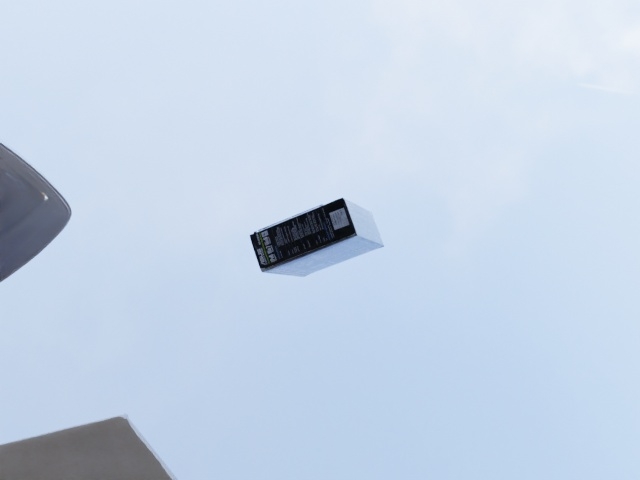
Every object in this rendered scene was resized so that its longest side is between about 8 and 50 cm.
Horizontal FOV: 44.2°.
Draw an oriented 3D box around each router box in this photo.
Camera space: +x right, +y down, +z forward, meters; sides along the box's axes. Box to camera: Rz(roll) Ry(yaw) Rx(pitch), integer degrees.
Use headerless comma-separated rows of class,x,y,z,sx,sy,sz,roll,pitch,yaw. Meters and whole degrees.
router box,0.000,0.000,0.730,0.092,0.122,0.038,-22,-101,13

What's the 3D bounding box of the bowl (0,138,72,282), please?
bowl,-0.350,-0.038,0.820,0.142,0.053,0.142,-39,-56,5

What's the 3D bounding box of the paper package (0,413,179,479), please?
paper package,-0.256,0.352,0.766,0.309,0.168,0.324,-6,-147,-44
